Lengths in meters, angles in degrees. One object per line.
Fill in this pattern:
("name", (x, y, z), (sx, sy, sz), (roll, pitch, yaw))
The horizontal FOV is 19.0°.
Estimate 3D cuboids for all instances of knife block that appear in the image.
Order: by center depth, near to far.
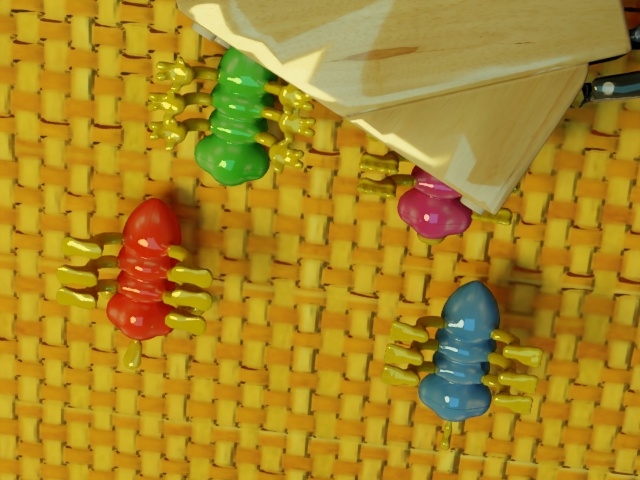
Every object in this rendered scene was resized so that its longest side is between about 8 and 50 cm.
("knife block", (0.097, -0.146, 0.962), (0.276, 0.088, 0.242), (33, 94, 2))

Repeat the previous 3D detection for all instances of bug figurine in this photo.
("bug figurine", (0.000, 0.000, 1.085), (0.279, 0.072, 0.216), (15, 115, 3))
